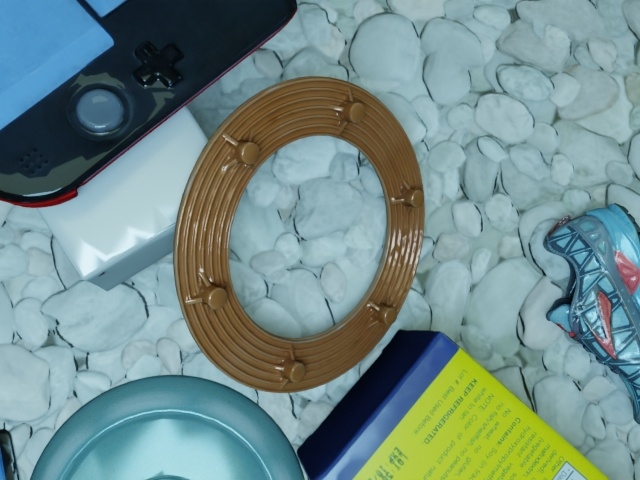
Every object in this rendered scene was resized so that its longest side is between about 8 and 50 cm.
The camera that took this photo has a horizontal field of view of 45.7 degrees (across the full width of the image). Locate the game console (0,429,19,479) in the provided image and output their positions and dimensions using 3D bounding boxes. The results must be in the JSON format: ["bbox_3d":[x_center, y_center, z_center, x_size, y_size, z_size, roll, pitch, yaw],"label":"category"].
[{"bbox_3d":[-0.387,0.271,0.800,0.122,0.107,0.071,-14,114,-7],"label":"game console"}]

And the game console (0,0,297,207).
[{"bbox_3d":[-0.265,-0.255,0.700,0.342,0.060,0.386,-42,89,-11],"label":"game console"}]

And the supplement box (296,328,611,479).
[{"bbox_3d":[0.173,0.282,0.800,0.356,0.195,0.194,42,81,0],"label":"supplement box"}]

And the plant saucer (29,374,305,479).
[{"bbox_3d":[-0.168,0.310,0.834,0.318,0.044,0.317,1,84,-7],"label":"plant saucer"}]

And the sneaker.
[{"bbox_3d":[0.334,0.095,0.904,0.125,0.104,0.262,-14,81,9],"label":"sneaker"}]

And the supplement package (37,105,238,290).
[{"bbox_3d":[-0.239,-0.116,0.804,0.177,0.175,0.293,-32,88,-11],"label":"supplement package"}]

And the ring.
[{"bbox_3d":[0.000,0.000,0.794,0.336,0.032,0.336,-12,109,-38],"label":"ring"}]
